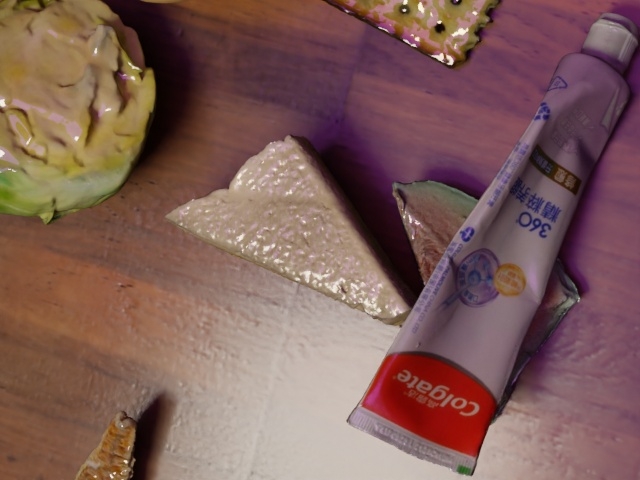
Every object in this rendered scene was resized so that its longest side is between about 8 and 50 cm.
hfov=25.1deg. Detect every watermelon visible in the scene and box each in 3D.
[{"bbox_3d":[0.099,0.026,0.910,0.101,0.080,0.155,-33,73,11],"label":"watermelon"}]

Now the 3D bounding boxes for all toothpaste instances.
[{"bbox_3d":[0.119,-0.006,0.869,0.075,0.048,0.301,31,78,-17],"label":"toothpaste"}]

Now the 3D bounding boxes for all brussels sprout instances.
[{"bbox_3d":[-0.187,-0.084,0.961,0.151,0.122,0.149,-33,88,-21],"label":"brussels sprout"}]

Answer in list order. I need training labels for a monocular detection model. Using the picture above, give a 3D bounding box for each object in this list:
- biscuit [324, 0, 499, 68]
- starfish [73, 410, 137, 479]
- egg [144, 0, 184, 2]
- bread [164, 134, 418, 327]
[{"bbox_3d":[0.090,-0.239,0.926,0.139,0.016,0.231,30,100,13],"label":"biscuit"},{"bbox_3d":[-0.174,0.224,1.007,0.231,0.048,0.295,-44,79,23],"label":"starfish"},{"bbox_3d":[-0.084,-0.267,0.882,0.201,0.201,0.245,17,108,14],"label":"egg"},{"bbox_3d":[-0.012,0.018,0.924,0.105,0.077,0.152,-37,71,11],"label":"bread"}]
